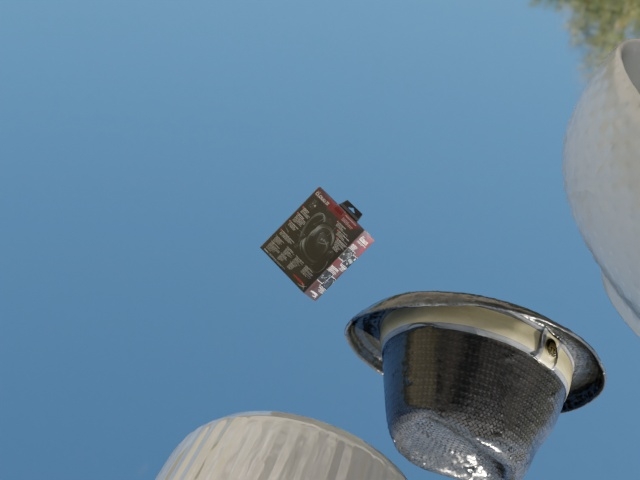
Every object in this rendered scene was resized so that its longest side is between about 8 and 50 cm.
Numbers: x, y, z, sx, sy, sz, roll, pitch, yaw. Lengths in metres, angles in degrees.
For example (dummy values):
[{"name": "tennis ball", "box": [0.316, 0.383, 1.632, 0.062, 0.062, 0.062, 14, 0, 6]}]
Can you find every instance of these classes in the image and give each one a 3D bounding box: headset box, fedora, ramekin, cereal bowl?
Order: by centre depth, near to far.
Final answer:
[{"name": "ramekin", "box": [-0.026, 0.205, 0.793, 0.207, 0.207, 0.109, 15, -133, 9]}, {"name": "cereal bowl", "box": [0.300, 0.017, 0.831, 0.339, 0.141, 0.339, 26, -153, -15]}, {"name": "headset box", "box": [0.000, 0.000, 1.042, 0.062, 0.083, 0.032, 44, 180, 25]}, {"name": "fedora", "box": [0.173, 0.191, 1.419, 0.334, 0.334, 0.153, 12, -117, 3]}]
